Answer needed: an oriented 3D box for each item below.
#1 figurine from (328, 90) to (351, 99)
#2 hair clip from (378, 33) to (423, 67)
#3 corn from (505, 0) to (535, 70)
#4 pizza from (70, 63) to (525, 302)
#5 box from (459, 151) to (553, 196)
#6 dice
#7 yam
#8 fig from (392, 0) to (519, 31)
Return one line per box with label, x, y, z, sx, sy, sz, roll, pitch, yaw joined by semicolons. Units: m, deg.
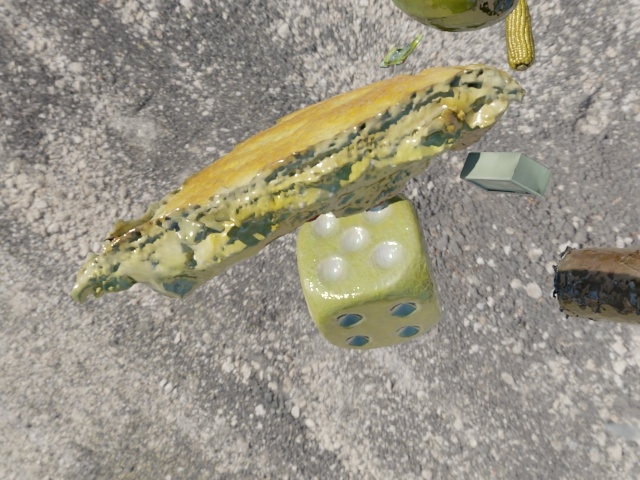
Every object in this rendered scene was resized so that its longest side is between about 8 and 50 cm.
figurine;0.019;-0.155;1.047;0.187;0.344;0.215;44;61;-17
hair clip;0.204;-0.464;1.343;0.033;0.188;0.060;38;80;-17
corn;0.577;-0.603;1.587;0.080;0.080;0.230;0;81;5
pizza;-0.042;-0.033;0.404;0.288;0.280;0.075;-33;109;-16
box;0.531;-0.191;1.584;0.130;0.225;0.086;23;89;-24
dice;0.097;0.063;1.053;0.233;0.238;0.226;-16;57;12
yam;0.475;0.066;0.790;0.131;0.280;0.131;1;88;-29
fig;0.257;-0.517;1.050;0.271;0.239;0.239;-4;102;32
